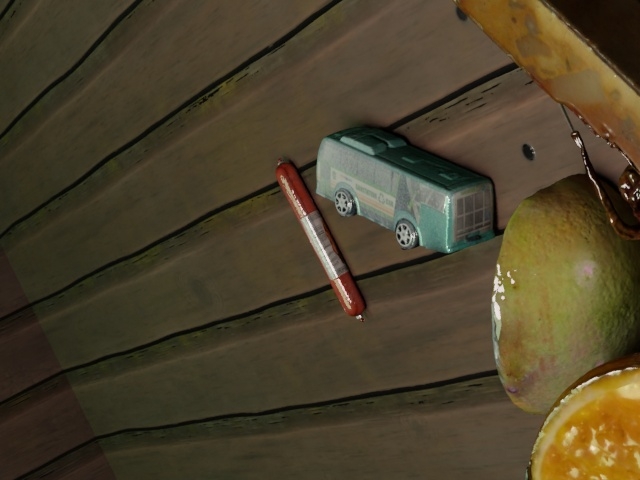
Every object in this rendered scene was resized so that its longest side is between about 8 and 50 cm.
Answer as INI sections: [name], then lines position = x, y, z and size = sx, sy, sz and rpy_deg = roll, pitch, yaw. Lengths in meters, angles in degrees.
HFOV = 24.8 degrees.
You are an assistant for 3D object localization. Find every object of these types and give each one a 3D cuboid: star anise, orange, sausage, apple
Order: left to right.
[sausage]
position = 0.000, 0.000, 2.006
size = 0.253, 0.034, 0.034
rpy_deg = 64, 152, -1
[apple]
position = 0.259, 0.077, 1.480
size = 0.120, 0.193, 0.265
rpy_deg = 16, 125, 41
[star anise]
position = 0.304, -0.036, 1.374
size = 0.191, 0.070, 0.097
rpy_deg = 54, -163, -9
[orange]
position = 0.336, 0.250, 1.420
size = 0.274, 0.274, 0.310
rpy_deg = 37, 163, 39

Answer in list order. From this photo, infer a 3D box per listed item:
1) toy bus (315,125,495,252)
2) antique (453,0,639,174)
[toy bus]
position = 0.097, -0.059, 1.738
size = 0.261, 0.091, 0.109
rpy_deg = 28, 126, 46
[antique]
position = 0.255, -0.178, 1.360
size = 0.310, 0.087, 0.093
rpy_deg = 48, 151, 24
